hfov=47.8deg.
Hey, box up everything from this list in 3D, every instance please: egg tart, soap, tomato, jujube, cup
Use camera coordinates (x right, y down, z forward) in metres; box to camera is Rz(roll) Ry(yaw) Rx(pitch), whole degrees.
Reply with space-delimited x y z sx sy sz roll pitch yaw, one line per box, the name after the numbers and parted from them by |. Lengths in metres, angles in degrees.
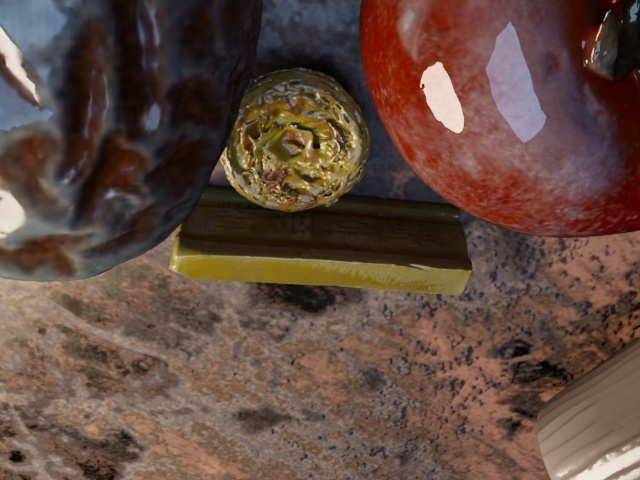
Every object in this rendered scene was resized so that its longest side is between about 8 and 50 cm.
-0.022 -0.085 0.590 0.129 0.049 0.129 2 123 3 | egg tart
0.000 -0.001 0.626 0.252 0.092 0.037 4 129 -5 | soap
0.153 -0.135 0.443 0.270 0.227 0.270 -4 111 -10 | tomato
-0.163 -0.126 0.451 0.246 0.215 0.308 7 126 -7 | jujube
0.391 0.169 0.722 0.208 0.288 0.273 50 119 9 | cup
